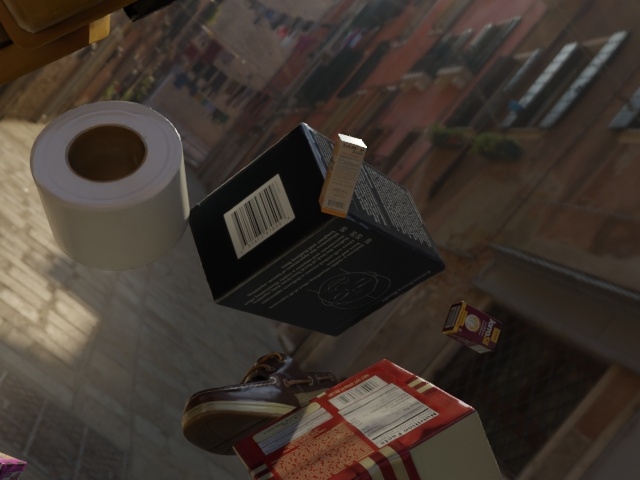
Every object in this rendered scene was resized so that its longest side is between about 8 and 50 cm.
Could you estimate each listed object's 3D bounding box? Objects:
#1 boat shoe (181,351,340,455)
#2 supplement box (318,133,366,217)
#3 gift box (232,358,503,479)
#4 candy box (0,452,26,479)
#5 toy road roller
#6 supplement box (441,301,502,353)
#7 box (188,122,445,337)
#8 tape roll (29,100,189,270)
[{"bbox_3d":[-0.072,0.225,1.166,0.342,0.123,0.123,12,47,-49],"label":"boat shoe"},{"bbox_3d":[0.028,-0.087,1.077,0.036,0.098,0.062,15,13,-7],"label":"supplement box"},{"bbox_3d":[0.075,0.306,0.914,0.258,0.255,0.276,67,-11,-12],"label":"gift box"},{"bbox_3d":[-0.773,0.468,1.738,0.233,0.071,0.159,21,-14,4],"label":"candy box"},{"bbox_3d":[-0.291,-0.277,0.791,0.240,0.330,0.202,-78,145,-67],"label":"toy road roller"},{"bbox_3d":[0.252,0.146,1.354,0.083,0.055,0.043,28,-21,-14],"label":"supplement box"},{"bbox_3d":[0.000,0.000,1.550,0.395,0.293,0.212,25,36,-52],"label":"box"},{"bbox_3d":[-0.350,-0.094,1.377,0.246,0.246,0.169,39,-29,22],"label":"tape roll"}]
